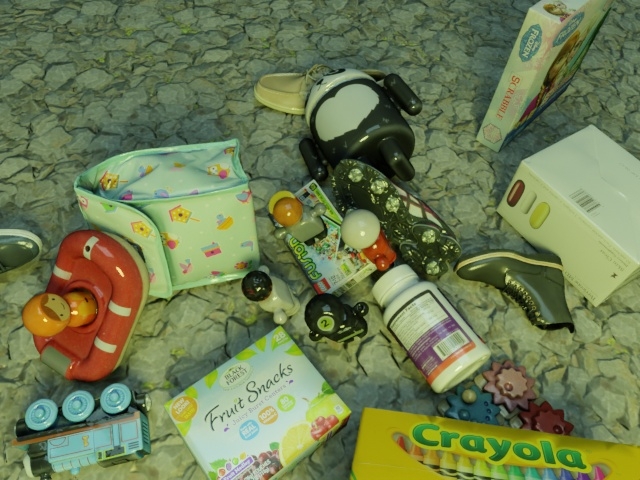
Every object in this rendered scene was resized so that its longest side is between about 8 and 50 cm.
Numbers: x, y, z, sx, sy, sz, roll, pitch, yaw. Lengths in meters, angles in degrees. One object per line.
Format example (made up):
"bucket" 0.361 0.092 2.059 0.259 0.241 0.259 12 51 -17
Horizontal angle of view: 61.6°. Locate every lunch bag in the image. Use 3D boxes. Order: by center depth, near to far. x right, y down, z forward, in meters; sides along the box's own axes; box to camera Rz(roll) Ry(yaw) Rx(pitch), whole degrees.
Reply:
"lunch bag" -0.241 -0.029 0.874 0.262 0.223 0.160 -11 49 -12

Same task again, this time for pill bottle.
"pill bottle" 0.168 0.135 0.858 0.108 0.108 0.193 -25 60 -20

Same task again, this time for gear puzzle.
"gear puzzle" 0.329 0.332 0.767 0.175 0.044 0.339 -26 60 -21

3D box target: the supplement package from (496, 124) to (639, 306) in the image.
"supplement package" 0.506 -0.051 0.992 0.204 0.145 0.262 -26 60 -21

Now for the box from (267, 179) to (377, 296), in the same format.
"box" 0.000 0.000 0.958 0.114 0.036 0.207 -37 61 4

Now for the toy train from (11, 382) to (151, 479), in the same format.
"toy train" -0.328 0.268 0.748 0.184 0.080 0.105 -10 62 -11

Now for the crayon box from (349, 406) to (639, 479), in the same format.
"crayon box" 0.203 0.353 0.600 0.363 0.106 0.313 5 27 10

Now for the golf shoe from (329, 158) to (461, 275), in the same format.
"golf shoe" 0.131 -0.049 0.961 0.273 0.105 0.120 40 27 -8

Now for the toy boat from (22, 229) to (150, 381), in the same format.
"toy boat" -0.355 0.097 0.769 0.151 0.151 0.231 26 100 15

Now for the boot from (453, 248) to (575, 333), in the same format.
"boot" 0.338 0.091 0.927 0.198 0.077 0.137 0 60 -3

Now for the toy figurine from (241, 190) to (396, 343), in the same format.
"toy figurine" -0.006 0.041 0.834 0.209 0.148 0.213 19 81 29

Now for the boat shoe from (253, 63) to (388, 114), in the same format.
"boat shoe" 0.002 -0.347 1.196 0.302 0.098 0.109 5 54 -1

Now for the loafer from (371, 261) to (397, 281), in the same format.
"loafer" 0.087 0.020 0.969 0.148 0.050 0.056 38 60 20

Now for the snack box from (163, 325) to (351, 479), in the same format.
"snack box" -0.090 0.253 0.778 0.207 0.070 0.174 -31 62 -24

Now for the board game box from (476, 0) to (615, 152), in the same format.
"board game box" 0.483 -0.387 1.125 0.066 0.318 0.319 39 61 21

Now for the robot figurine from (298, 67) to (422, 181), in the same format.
"robot figurine" 0.076 -0.217 1.061 0.209 0.173 0.278 -14 57 -21

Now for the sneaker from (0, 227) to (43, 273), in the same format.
"sneaker" -0.564 0.072 0.854 0.226 0.086 0.163 -15 46 -3
